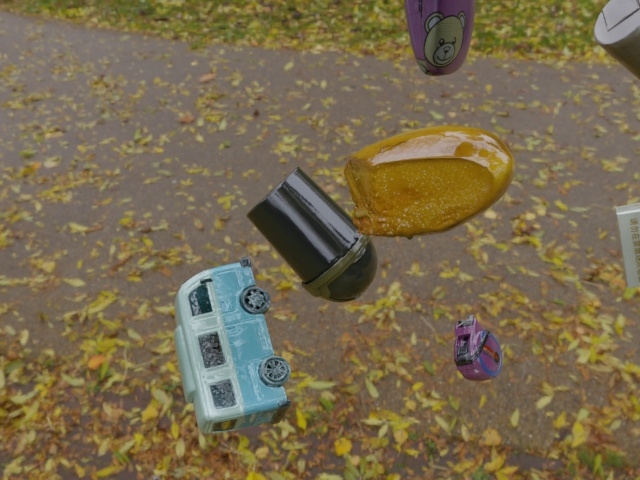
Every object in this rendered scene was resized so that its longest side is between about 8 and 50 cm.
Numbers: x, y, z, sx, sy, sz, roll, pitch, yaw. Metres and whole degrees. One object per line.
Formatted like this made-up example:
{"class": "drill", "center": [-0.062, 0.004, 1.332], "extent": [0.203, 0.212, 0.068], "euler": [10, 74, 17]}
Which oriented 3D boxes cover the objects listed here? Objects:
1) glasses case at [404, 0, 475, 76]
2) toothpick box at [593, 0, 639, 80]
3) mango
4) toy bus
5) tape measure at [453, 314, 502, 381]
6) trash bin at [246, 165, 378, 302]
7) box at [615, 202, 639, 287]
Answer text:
{"class": "glasses case", "center": [0.150, -0.371, 0.811], "extent": [0.075, 0.317, 0.123], "euler": [8, 22, 33]}
{"class": "toothpick box", "center": [0.561, -0.332, 1.083], "extent": [0.180, 0.111, 0.111], "euler": [26, 25, -27]}
{"class": "mango", "center": [0.164, -0.096, 1.017], "extent": [0.350, 0.201, 0.199], "euler": [-16, 49, 57]}
{"class": "toy bus", "center": [-0.159, 0.177, 1.079], "extent": [0.164, 0.133, 0.271], "euler": [-10, 64, -19]}
{"class": "tape measure", "center": [0.340, 0.241, 1.390], "extent": [0.074, 0.118, 0.125], "euler": [-18, 42, 43]}
{"class": "trash bin", "center": [0.000, 0.000, 1.525], "extent": [0.214, 0.334, 0.214], "euler": [-40, 7, 6]}
{"class": "box", "center": [0.391, -0.005, 0.642], "extent": [0.166, 0.090, 0.024], "euler": [-10, 22, 22]}
